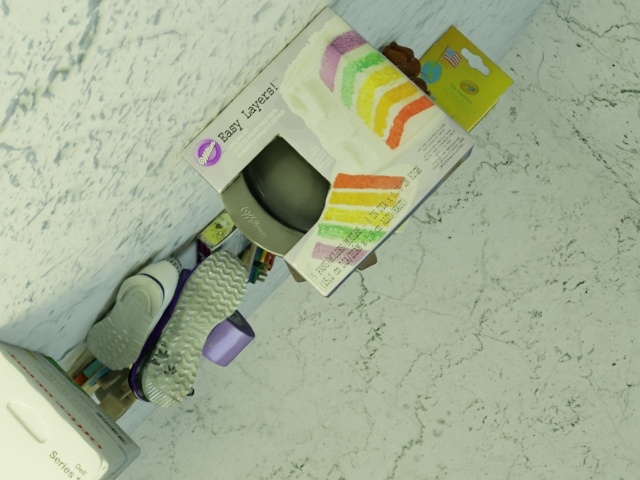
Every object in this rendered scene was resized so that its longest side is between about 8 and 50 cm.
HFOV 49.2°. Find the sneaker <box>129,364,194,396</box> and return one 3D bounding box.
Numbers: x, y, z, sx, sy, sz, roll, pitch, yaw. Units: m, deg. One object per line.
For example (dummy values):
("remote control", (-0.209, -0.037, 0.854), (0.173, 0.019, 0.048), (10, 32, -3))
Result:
("sneaker", (-0.273, 0.253, 1.464), (0.228, 0.132, 0.086), (-27, 179, -15))

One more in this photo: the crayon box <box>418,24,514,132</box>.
("crayon box", (0.275, -0.317, 1.658), (0.318, 0.202, 0.081), (-46, 176, 16))

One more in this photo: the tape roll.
("tape roll", (-0.218, 0.148, 1.341), (0.080, 0.189, 0.189), (-45, 176, 1))

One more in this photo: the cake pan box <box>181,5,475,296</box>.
("cake pan box", (0.005, -0.100, 0.835), (0.267, 0.246, 0.070), (-44, 172, -2))

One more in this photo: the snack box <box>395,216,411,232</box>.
("snack box", (0.057, -0.113, 1.138), (0.322, 0.060, 0.187), (5, 121, -43))

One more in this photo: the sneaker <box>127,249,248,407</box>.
("sneaker", (-0.240, 0.141, 1.193), (0.146, 0.102, 0.293), (-14, -140, 52))

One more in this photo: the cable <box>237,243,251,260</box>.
("cable", (-0.180, 0.022, 1.630), (0.287, 0.072, 0.139), (-64, 177, -63))

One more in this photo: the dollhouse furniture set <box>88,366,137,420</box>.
("dollhouse furniture set", (-0.405, 0.272, 1.134), (0.129, 0.129, 0.183), (-47, 178, 17))

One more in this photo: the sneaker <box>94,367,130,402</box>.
("sneaker", (-0.376, 0.263, 1.558), (0.270, 0.090, 0.145), (-47, 174, -17))

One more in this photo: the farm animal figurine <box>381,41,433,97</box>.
("farm animal figurine", (0.113, -0.181, 1.318), (0.330, 0.172, 0.327), (-54, 176, 5))

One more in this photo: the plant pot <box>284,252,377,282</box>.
("plant pot", (0.000, 0.000, 1.956), (0.229, 0.263, 0.263), (-27, 175, -1))

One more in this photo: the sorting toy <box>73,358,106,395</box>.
("sorting toy", (-0.395, 0.218, 1.361), (0.229, 0.041, 0.307), (-45, -177, 21))

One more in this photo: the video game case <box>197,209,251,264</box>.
("video game case", (-0.146, -0.033, 1.330), (0.210, 0.042, 0.232), (-45, 175, -17))

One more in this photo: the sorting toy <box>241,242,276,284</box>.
("sorting toy", (-0.125, 0.029, 1.537), (0.274, 0.046, 0.132), (-63, 172, -62))

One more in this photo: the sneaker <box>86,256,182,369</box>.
("sneaker", (-0.294, 0.121, 1.122), (0.235, 0.090, 0.095), (-46, -173, 33))

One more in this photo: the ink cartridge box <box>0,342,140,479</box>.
("ink cartridge box", (-0.352, 0.245, 0.883), (0.117, 0.201, 0.278), (-45, 175, -14))
